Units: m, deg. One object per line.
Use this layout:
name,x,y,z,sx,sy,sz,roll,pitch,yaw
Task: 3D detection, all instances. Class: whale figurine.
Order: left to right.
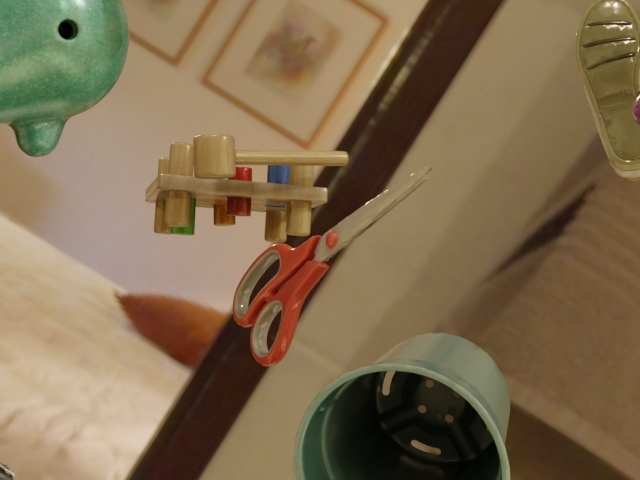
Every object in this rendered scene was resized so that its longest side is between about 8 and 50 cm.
whale figurine,-0.300,-0.171,1.147,0.141,0.272,0.216,12,-49,55

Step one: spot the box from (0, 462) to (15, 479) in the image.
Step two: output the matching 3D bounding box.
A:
box,-0.282,0.217,0.598,0.184,0.261,0.103,-22,-51,40

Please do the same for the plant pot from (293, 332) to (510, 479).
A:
plant pot,0.169,0.317,2.054,0.341,0.341,0.334,32,20,8

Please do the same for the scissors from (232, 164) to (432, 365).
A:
scissors,0.000,0.000,1.114,0.021,0.297,0.109,12,43,-31

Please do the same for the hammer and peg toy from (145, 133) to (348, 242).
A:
hammer and peg toy,-0.119,-0.070,1.866,0.266,0.127,0.361,4,-4,-13

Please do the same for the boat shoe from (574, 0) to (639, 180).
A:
boat shoe,0.468,-0.237,1.958,0.113,0.302,0.103,-7,-21,12

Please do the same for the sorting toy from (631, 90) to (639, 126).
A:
sorting toy,0.563,-0.271,1.688,0.127,0.365,0.126,52,-3,-6
